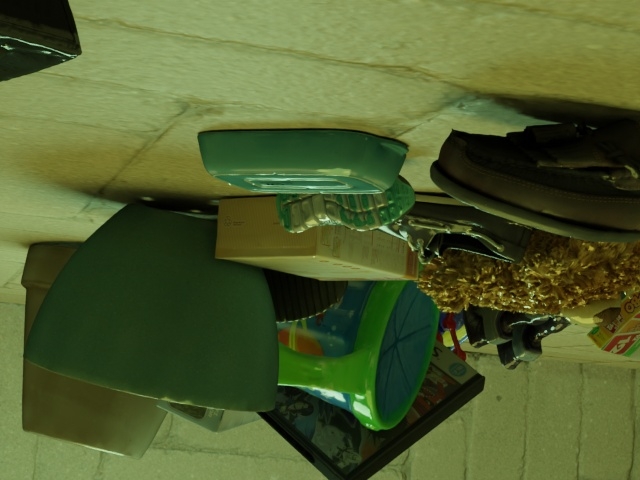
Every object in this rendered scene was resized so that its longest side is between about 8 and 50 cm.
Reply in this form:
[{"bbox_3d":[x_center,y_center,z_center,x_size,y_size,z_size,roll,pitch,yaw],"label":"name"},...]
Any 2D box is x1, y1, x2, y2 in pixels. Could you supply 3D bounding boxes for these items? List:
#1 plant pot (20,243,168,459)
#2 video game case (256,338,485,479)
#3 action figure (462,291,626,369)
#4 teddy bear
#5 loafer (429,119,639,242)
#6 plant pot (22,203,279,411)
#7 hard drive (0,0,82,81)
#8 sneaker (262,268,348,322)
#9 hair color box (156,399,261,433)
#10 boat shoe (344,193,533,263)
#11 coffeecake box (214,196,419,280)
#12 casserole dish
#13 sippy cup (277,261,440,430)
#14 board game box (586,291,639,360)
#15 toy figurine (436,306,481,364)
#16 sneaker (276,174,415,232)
[{"bbox_3d":[-0.331,0.183,2.203,0.323,0.280,0.323,13,170,2],"label":"plant pot"},{"bbox_3d":[0.051,0.200,2.013,0.275,0.035,0.248,-33,-124,-29],"label":"video game case"},{"bbox_3d":[0.333,0.097,1.988,0.185,0.099,0.285,19,152,-36],"label":"action figure"},{"bbox_3d":[0.236,0.041,1.545,0.245,0.113,0.338,7,173,-38],"label":"teddy bear"},{"bbox_3d":[0.229,-0.051,1.022,0.302,0.095,0.109,11,-158,-15],"label":"loafer"},{"bbox_3d":[-0.174,0.066,1.617,0.290,0.195,0.290,12,179,0],"label":"plant pot"},{"bbox_3d":[-0.266,-0.126,0.807,0.172,0.054,0.254,11,171,-41],"label":"hard drive"},{"bbox_3d":[-0.098,0.033,1.794,0.330,0.122,0.146,0,-171,28],"label":"sneaker"},{"bbox_3d":[-0.098,0.173,2.218,0.113,0.185,0.374,22,-172,19],"label":"hair color box"},{"bbox_3d":[0.110,-0.010,1.412,0.206,0.065,0.075,2,172,24],"label":"boat shoe"},{"bbox_3d":[0.000,0.000,1.553,0.142,0.068,0.185,-2,170,38],"label":"coffeecake box"},{"bbox_3d":[-0.017,-0.064,1.197,0.188,0.037,0.114,2,172,27],"label":"casserole dish"},{"bbox_3d":[0.018,0.116,1.924,0.224,0.240,0.305,14,164,23],"label":"sippy cup"},{"bbox_3d":[0.458,0.109,1.943,0.039,0.124,0.259,50,-163,24],"label":"board game box"},{"bbox_3d":[0.178,0.174,2.248,0.217,0.191,0.362,-15,159,-39],"label":"toy figurine"},{"bbox_3d":[0.034,-0.043,1.297,0.076,0.065,0.166,-10,-173,-40],"label":"sneaker"}]
